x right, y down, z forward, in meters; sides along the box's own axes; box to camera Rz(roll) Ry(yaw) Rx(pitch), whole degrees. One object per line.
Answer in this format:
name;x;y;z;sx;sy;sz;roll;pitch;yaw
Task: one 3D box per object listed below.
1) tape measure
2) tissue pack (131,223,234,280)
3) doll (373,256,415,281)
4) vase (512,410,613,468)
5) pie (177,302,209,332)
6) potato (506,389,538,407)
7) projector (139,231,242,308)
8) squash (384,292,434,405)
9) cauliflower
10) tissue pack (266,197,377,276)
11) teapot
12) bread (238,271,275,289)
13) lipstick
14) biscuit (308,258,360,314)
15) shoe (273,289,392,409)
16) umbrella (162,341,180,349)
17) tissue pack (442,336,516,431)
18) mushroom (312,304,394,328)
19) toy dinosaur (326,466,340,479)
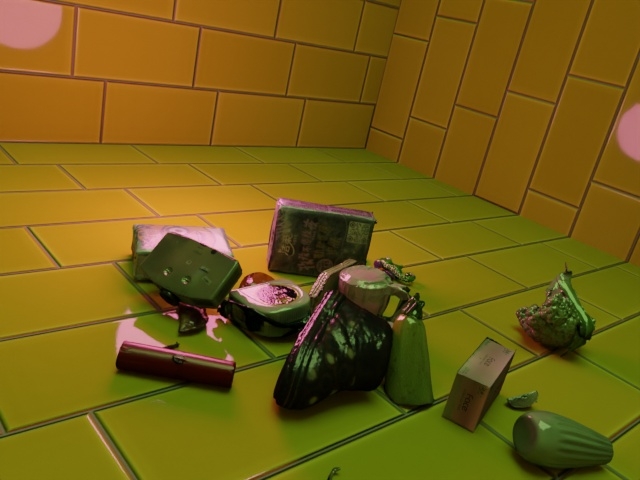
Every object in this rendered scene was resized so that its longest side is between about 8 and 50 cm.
tape measure;-0.150;0.209;1.743;0.235;0.115;0.207;-12;30;-32
tissue pack;-0.454;0.041;1.973;0.311;0.127;0.228;3;23;-20
doll;0.288;0.113;2.324;0.115;0.050;0.190;-9;31;-31
vase;0.588;0.485;1.443;0.248;0.128;0.128;16;19;-18
pie;-0.362;0.214;1.702;0.092;0.034;0.170;1;22;-19
potato;0.553;0.443;1.653;0.093;0.036;0.037;-12;64;-13
projector;-0.380;0.099;1.741;0.270;0.088;0.193;22;61;23
squash;0.225;0.285;1.603;0.137;0.287;0.137;-4;-7;0
cauliflower;0.804;0.229;2.029;0.257;0.239;0.315;15;64;0
tissue pack;0.000;0.000;2.157;0.362;0.259;0.122;7;18;-10
teapot;0.161;0.184;1.894;0.222;0.178;0.163;5;23;-4
bread;-0.198;0.143;1.973;0.126;0.044;0.129;13;17;-2
lipstick;-0.345;0.298;1.446;0.280;0.073;0.073;11;21;-3
biscuit;0.039;0.155;1.938;0.046;0.147;0.250;21;24;29
shoe;0.046;0.303;1.514;0.237;0.171;0.384;29;36;4
umbrella;-0.394;0.277;1.544;0.031;0.020;0.083;-21;1;32
tissue pack;0.422;0.375;1.588;0.093;0.148;0.246;24;25;25
mushroom;0.101;0.266;1.728;0.270;0.118;0.103;14;-16;2
toy dinosaur;-0.005;0.494;1.185;0.058;0.037;0.180;-1;1;39
